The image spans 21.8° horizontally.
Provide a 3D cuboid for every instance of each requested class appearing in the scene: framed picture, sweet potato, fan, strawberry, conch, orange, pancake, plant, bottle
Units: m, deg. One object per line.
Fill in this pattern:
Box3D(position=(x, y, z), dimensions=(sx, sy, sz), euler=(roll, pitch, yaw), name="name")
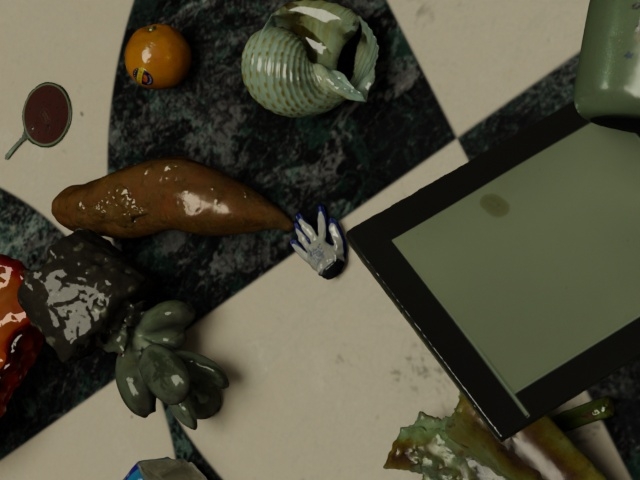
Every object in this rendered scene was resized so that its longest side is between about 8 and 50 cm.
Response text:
Box3D(position=(0.236, 0.008, 1.605), dimensions=(0.347, 0.016, 0.265), euler=(-31, 65, -16), name="framed picture")
Box3D(position=(-0.199, -0.052, 1.983), dimensions=(0.354, 0.106, 0.095), euler=(2, 55, 33), name="sweet potato")
Box3D(position=(-0.370, -0.148, 2.157), dimensions=(0.133, 0.005, 0.085), euler=(-41, 67, 24), name="fan")
Box3D(position=(-0.465, 0.156, 2.134), dimensions=(0.336, 0.149, 0.265), euler=(-34, 64, 17), name="strawberry")
Box3D(position=(-0.013, -0.201, 1.864), dimensions=(0.153, 0.102, 0.135), euler=(16, 85, 1), name="conch")
Box3D(position=(-0.195, -0.220, 1.997), dimensions=(0.083, 0.083, 0.084), euler=(-2, 87, 34), name="orange")
Box3D(position=(0.208, 0.349, 1.685), dimensions=(0.304, 0.067, 0.427), euler=(-11, 91, 34), name="pancake")
Box3D(position=(-0.223, 0.109, 1.965), dimensions=(0.274, 0.146, 0.149), euler=(40, 101, 20), name="plant")
Box3D(position=(0.350, -0.275, 1.592), dimensions=(0.168, 0.168, 0.347), euler=(9, 88, 34), name="bottle")

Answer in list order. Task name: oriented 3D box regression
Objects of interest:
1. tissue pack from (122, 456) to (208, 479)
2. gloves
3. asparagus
Box3D(position=(-0.203, 0.414, 1.938), dimensions=(0.209, 0.137, 0.270), euler=(48, 112, 24), name="tissue pack")
Box3D(position=(0.000, 0.000, 1.891), dimensions=(0.064, 0.026, 0.086), euler=(-51, 58, 19), name="gloves")
Box3D(position=(0.200, 0.215, 1.748), dimensions=(0.248, 0.025, 0.024), euler=(-28, 115, 29), name="asparagus")
